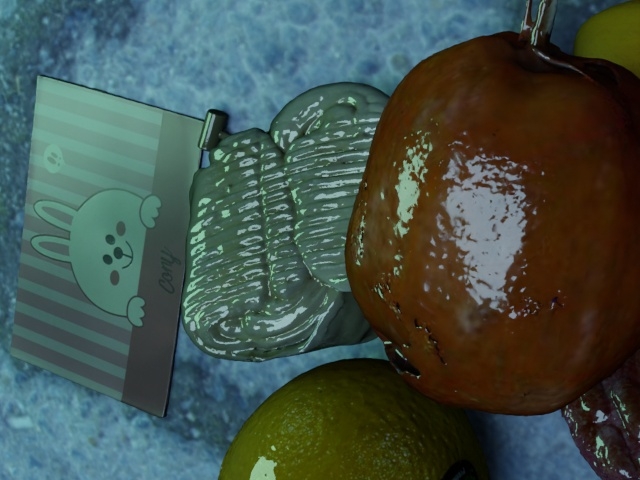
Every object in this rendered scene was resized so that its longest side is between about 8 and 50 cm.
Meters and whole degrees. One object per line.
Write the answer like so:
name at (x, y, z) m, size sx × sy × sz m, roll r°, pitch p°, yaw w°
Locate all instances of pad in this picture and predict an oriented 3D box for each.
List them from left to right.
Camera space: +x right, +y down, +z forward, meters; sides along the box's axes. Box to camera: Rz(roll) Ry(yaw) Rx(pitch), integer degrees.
pad at (-0.214, 0.006, 1.130) m, size 0.202 × 0.005 × 0.299 m, roll 18°, pitch 108°, yaw 24°

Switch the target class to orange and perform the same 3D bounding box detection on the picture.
orange at (0.025, 0.208, 0.912) m, size 0.236 × 0.236 × 0.236 m, roll 6°, pitch 102°, yaw 27°

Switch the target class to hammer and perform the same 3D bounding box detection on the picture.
hammer at (-0.058, -0.081, 1.025) m, size 0.110 × 0.019 × 0.035 m, roll 25°, pitch 110°, yaw 19°

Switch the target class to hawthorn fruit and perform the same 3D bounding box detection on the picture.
hawthorn fruit at (0.124, -0.040, 0.729) m, size 0.211 × 0.211 × 0.299 m, roll 16°, pitch 118°, yaw 24°

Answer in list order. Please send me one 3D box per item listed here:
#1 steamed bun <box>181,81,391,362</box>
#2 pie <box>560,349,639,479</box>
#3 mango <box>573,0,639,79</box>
steamed bun at (0.002, -0.001, 0.942) m, size 0.211 × 0.144 × 0.218 m, roll -18°, pitch 61°, yaw 22°
pie at (0.232, 0.099, 0.775) m, size 0.155 × 0.036 × 0.154 m, roll -14°, pitch 63°, yaw 29°
mango at (0.268, -0.100, 0.791) m, size 0.219 × 0.112 × 0.145 m, roll 29°, pitch 74°, yaw 31°
